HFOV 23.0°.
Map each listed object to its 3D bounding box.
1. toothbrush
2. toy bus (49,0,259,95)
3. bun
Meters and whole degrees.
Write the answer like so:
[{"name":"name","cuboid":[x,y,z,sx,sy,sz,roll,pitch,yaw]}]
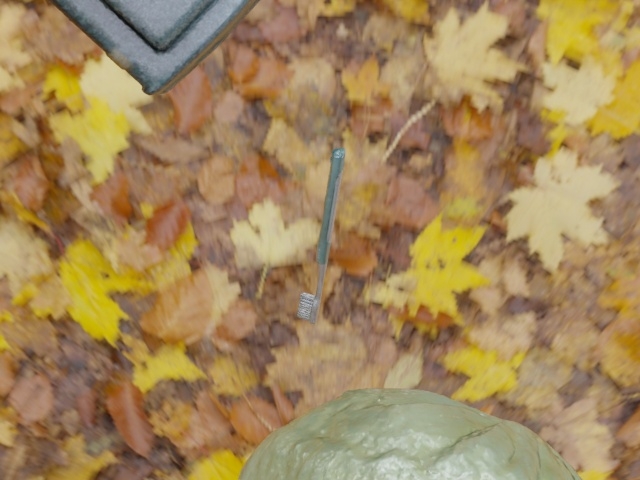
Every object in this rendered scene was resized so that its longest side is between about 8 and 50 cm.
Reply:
[{"name":"toothbrush","cuboid":[0.000,0.000,0.977,0.014,0.167,0.011,16,51,5]},{"name":"toy bus","cuboid":[-0.160,-0.236,1.066,0.138,0.167,0.275,-44,107,9]},{"name":"bun","cuboid":[0.055,0.136,0.785,0.195,0.195,0.118,18,79,4]}]
